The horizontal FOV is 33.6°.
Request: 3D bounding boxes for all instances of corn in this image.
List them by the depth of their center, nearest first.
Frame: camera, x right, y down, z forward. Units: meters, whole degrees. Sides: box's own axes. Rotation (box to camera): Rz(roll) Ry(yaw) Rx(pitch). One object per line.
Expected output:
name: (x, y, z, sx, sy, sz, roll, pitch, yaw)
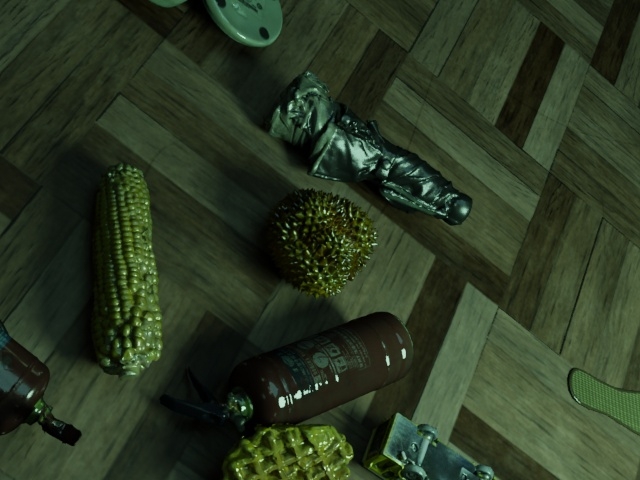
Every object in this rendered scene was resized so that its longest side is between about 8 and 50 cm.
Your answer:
corn: (-0.241, 0.038, 1.319, 0.086, 0.086, 0.288, 10, 58, -30)

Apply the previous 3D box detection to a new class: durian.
durian: (0.000, 0.000, 1.478, 0.168, 0.137, 0.158, 52, 28, 18)

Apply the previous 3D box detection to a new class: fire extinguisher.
fire extinguisher: (-0.399, 0.109, 1.147, 0.341, 0.141, 0.105, 40, 77, -9)
fire extinguisher: (-0.043, 0.174, 1.379, 0.344, 0.102, 0.138, -16, 43, -38)

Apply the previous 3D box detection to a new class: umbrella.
umbrella: (0.082, -0.120, 1.606, 0.358, 0.113, 0.106, 31, 30, -17)

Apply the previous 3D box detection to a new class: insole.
insole: (0.504, 0.275, 1.746, 0.253, 0.005, 0.086, 23, 54, -22)

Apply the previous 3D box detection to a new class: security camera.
security camera: (-0.187, -0.391, 1.598, 0.301, 0.080, 0.157, 29, 50, -31)

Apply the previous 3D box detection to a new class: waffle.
waffle: (-0.046, 0.294, 1.310, 0.194, 0.051, 0.149, 6, 104, -40)

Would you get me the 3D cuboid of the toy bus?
toy bus: (0.168, 0.323, 1.447, 0.226, 0.074, 0.081, 34, 52, -15)
